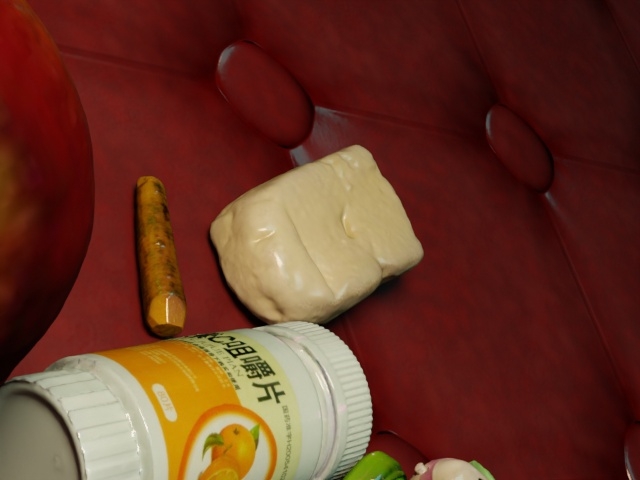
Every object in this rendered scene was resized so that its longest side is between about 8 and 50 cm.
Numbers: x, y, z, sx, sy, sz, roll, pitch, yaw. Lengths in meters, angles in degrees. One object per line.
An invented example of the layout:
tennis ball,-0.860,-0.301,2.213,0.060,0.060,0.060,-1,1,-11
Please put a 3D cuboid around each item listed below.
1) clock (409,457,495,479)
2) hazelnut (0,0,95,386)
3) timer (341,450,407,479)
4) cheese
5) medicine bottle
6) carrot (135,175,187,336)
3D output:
clock,0.125,0.300,1.264,0.144,0.103,0.231,49,36,-19
hazelnut,-0.347,-0.060,0.813,0.429,0.402,0.402,13,51,-28
timer,0.028,0.257,1.156,0.047,0.140,0.128,30,57,21
cheese,-0.001,0.001,1.383,0.159,0.093,0.263,55,37,8
medicine bottle,-0.113,0.158,1.071,0.318,0.158,0.158,-6,66,-49
carrot,-0.154,0.012,1.250,0.042,0.042,0.170,20,45,-37
